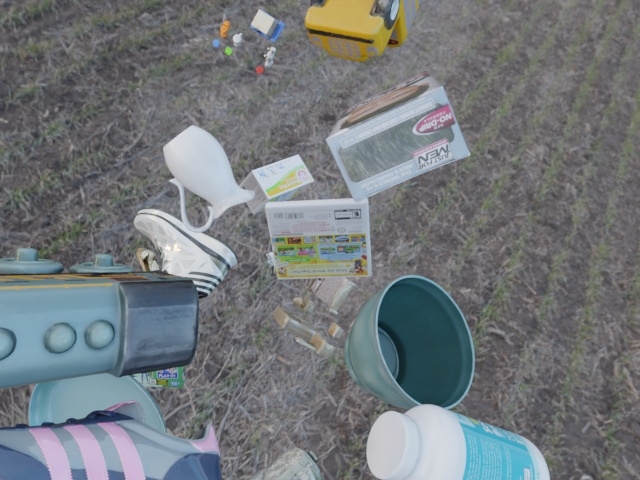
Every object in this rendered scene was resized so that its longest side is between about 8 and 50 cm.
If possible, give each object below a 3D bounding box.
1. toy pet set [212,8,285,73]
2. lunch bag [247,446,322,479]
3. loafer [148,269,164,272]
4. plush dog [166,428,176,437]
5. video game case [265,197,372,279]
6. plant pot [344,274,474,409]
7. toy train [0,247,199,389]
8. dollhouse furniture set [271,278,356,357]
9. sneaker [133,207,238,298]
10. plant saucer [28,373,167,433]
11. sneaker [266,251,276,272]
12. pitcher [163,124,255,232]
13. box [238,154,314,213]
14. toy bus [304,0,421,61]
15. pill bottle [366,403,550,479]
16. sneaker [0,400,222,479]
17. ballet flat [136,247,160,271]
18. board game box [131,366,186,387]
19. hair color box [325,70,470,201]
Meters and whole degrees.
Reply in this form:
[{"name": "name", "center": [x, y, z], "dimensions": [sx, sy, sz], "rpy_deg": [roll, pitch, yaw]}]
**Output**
[{"name": "toy pet set", "center": [-0.136, -0.415, 1.080], "dimensions": [0.122, 0.114, 0.065], "rpy_deg": [34, 12, 4]}, {"name": "lunch bag", "center": [-0.135, 0.755, 1.512], "dimensions": [0.305, 0.256, 0.212], "rpy_deg": [-33, 55, -26]}, {"name": "loafer", "center": [-0.451, 0.122, 1.313], "dimensions": [0.062, 0.170, 0.061], "rpy_deg": [62, 10, 2]}, {"name": "plush dog", "center": [-0.509, 0.572, 1.466], "dimensions": [0.225, 0.262, 0.211], "rpy_deg": [15, 86, -40]}, {"name": "video game case", "center": [0.000, 0.000, 1.196], "dimensions": [0.226, 0.207, 0.026], "rpy_deg": [-2, 35, 6]}, {"name": "plant pot", "center": [0.177, 0.249, 1.203], "dimensions": [0.293, 0.196, 0.293], "rpy_deg": [18, 58, -31]}, {"name": "toy train", "center": [-0.290, 0.082, 0.546], "dimensions": [0.333, 0.190, 0.142], "rpy_deg": [4, 90, -45]}, {"name": "dollhouse furniture set", "center": [0.003, 0.196, 1.953], "dimensions": [0.173, 0.356, 0.303], "rpy_deg": [33, 1, -32]}, {"name": "sneaker", "center": [-0.538, 0.058, 1.845], "dimensions": [0.447, 0.169, 0.258], "rpy_deg": [24, 62, 21]}, {"name": "plant saucer", "center": [-0.448, 0.385, 1.075], "dimensions": [0.317, 0.318, 0.043], "rpy_deg": [35, 18, 5]}, {"name": "sneaker", "center": [-0.192, 0.087, 2.044], "dimensions": [0.036, 0.032, 0.083], "rpy_deg": [-7, 98, 2]}, {"name": "pitcher", "center": [-0.278, -0.137, 1.194], "dimensions": [0.177, 0.125, 0.207], "rpy_deg": [-39, 107, -7]}, {"name": "box", "center": [-0.139, -0.180, 1.668], "dimensions": [0.203, 0.114, 0.103], "rpy_deg": [-27, 84, -41]}, {"name": "toy bus", "center": [0.094, -0.392, 0.723], "dimensions": [0.108, 0.130, 0.333], "rpy_deg": [18, 78, 18]}, {"name": "pill bottle", "center": [0.200, 0.333, 0.781], "dimensions": [0.264, 0.146, 0.146], "rpy_deg": [25, 47, -24]}, {"name": "sneaker", "center": [-0.245, 0.218, 0.526], "dimensions": [0.319, 0.112, 0.131], "rpy_deg": [29, 37, -29]}, {"name": "ballet flat", "center": [-0.611, 0.085, 1.897], "dimensions": [0.073, 0.067, 0.206], "rpy_deg": [3, 43, -42]}, {"name": "board game box", "center": [-0.548, 0.309, 1.479], "dimensions": [0.317, 0.214, 0.046], "rpy_deg": [2, 22, -1]}, {"name": "hair color box", "center": [0.134, -0.202, 0.932], "dimensions": [0.114, 0.185, 0.374], "rpy_deg": [63, 16, -17]}]
